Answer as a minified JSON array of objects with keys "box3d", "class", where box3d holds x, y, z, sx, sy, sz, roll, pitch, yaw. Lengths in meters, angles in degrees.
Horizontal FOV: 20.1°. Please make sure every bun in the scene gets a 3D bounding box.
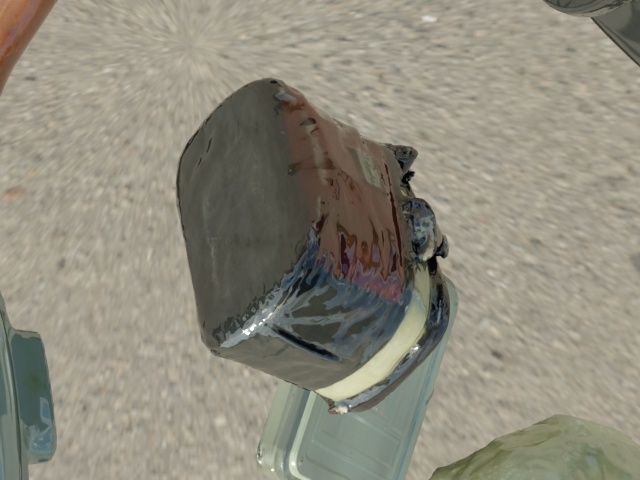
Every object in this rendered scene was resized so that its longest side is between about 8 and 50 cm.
[{"box3d":[0.130,0.206,1.174,0.244,0.244,0.153,-25,56,-1],"class":"bun"}]

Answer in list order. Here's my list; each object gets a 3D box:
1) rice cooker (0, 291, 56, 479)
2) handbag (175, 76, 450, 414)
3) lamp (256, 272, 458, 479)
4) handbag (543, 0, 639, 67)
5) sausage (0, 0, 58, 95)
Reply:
[{"box3d":[-0.224,0.077,0.554,0.227,0.280,0.241,3,123,-33],"class":"rice cooker"},{"box3d":[0.000,0.000,1.452,0.181,0.254,0.181,26,121,-35],"class":"handbag"},{"box3d":[0.044,0.130,1.793,0.047,0.266,0.269,12,77,28],"class":"lamp"},{"box3d":[0.156,-0.159,0.557,0.275,0.302,0.178,38,67,-4],"class":"handbag"},{"box3d":[-0.349,-0.161,1.754,0.094,0.094,0.419,31,84,-16],"class":"sausage"}]
